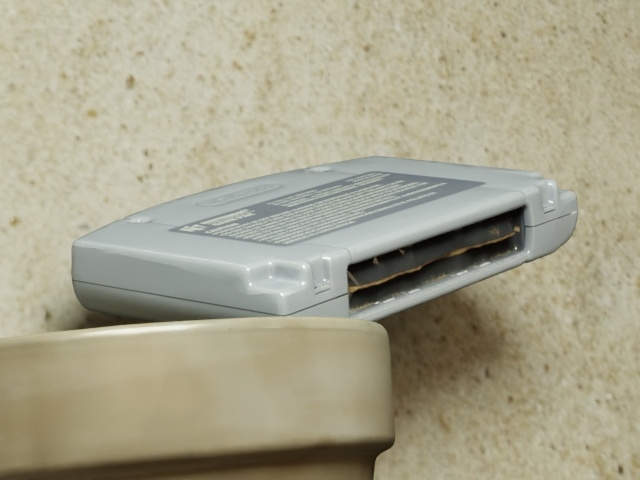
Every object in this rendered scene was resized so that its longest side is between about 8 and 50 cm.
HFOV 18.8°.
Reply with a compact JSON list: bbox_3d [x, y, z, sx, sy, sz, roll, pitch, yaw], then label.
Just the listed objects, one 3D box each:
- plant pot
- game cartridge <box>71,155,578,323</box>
[{"bbox_3d":[-0.111,0.198,0.978,0.323,0.323,0.280,-1,81,-33],"label":"plant pot"},{"bbox_3d":[0.000,0.000,1.209,0.297,0.198,0.062,-18,105,-47],"label":"game cartridge"}]
